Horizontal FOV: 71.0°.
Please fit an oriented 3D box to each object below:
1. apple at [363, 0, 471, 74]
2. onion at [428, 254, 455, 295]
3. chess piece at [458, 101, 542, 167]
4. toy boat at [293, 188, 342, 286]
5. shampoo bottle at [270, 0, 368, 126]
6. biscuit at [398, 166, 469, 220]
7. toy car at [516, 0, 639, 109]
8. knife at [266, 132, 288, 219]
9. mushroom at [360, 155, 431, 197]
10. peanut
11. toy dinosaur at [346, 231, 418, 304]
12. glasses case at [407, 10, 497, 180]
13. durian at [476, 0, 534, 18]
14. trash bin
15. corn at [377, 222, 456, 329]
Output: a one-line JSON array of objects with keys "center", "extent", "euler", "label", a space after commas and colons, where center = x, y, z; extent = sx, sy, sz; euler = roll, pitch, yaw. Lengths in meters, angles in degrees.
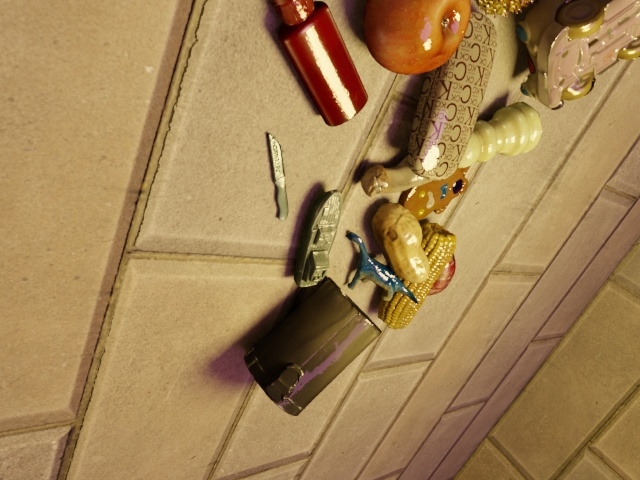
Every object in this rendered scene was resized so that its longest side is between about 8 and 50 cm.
[{"center": [0.175, -0.391, 0.798], "extent": [0.201, 0.162, 0.201], "euler": [-19, 132, -23], "label": "apple"}, {"center": [0.365, 0.091, 1.383], "extent": [0.151, 0.098, 0.205], "euler": [-21, 133, -22], "label": "onion"}, {"center": [0.421, -0.257, 1.142], "extent": [0.243, 0.133, 0.133], "euler": [-20, 133, -16], "label": "chess piece"}, {"center": [0.000, 0.000, 1.031], "extent": [0.078, 0.085, 0.260], "euler": [-4, 125, -35], "label": "toy boat"}, {"center": [-0.002, -0.325, 0.785], "extent": [0.102, 0.064, 0.260], "euler": [-39, 138, -1], "label": "shampoo bottle"}, {"center": [0.311, -0.134, 1.210], "extent": [0.236, 0.039, 0.179], "euler": [-28, 137, -15], "label": "biscuit"}, {"center": [0.599, -0.506, 1.029], "extent": [0.336, 0.226, 0.242], "euler": [-35, 144, 6], "label": "toy car"}, {"center": [-0.084, -0.125, 0.918], "extent": [0.028, 0.015, 0.210], "euler": [-19, 132, -18], "label": "knife"}, {"center": [0.194, -0.158, 1.065], "extent": [0.223, 0.081, 0.092], "euler": [-22, 152, -20], "label": "mushroom"}, {"center": [0.213, 0.013, 1.146], "extent": [0.120, 0.110, 0.236], "euler": [-20, 110, 22], "label": "peanut"}, {"center": [0.168, 0.078, 1.183], "extent": [0.188, 0.248, 0.075], "euler": [108, 6, -50], "label": "toy dinosaur"}, {"center": [0.284, -0.306, 0.976], "extent": [0.137, 0.085, 0.354], "euler": [5, 106, -32], "label": "glasses case"}, {"center": [0.388, -0.543, 0.914], "extent": [0.252, 0.144, 0.139], "euler": [13, 76, -37], "label": "durian"}, {"center": [-0.016, 0.264, 1.140], "extent": [0.301, 0.203, 0.252], "euler": [-43, 178, -4], "label": "trash bin"}, {"center": [0.267, 0.109, 1.294], "extent": [0.131, 0.131, 0.344], "euler": [1, 122, -39], "label": "corn"}]
